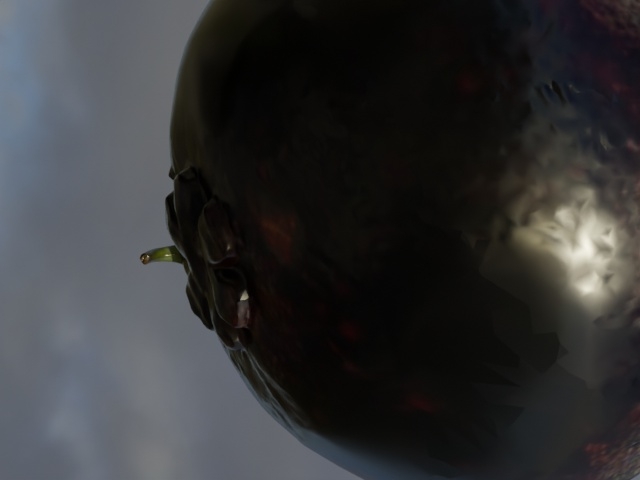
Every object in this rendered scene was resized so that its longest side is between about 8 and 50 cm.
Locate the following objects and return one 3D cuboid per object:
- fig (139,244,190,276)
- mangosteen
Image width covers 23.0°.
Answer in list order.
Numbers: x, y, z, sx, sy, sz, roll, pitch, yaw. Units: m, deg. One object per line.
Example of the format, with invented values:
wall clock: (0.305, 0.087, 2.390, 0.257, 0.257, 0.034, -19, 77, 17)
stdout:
fig: (-0.066, 0.012, 1.103, 0.084, 0.098, 0.082, -35, 130, -57)
mangosteen: (0.083, -0.040, 0.701, 0.297, 0.313, 0.297, 45, -9, 9)
